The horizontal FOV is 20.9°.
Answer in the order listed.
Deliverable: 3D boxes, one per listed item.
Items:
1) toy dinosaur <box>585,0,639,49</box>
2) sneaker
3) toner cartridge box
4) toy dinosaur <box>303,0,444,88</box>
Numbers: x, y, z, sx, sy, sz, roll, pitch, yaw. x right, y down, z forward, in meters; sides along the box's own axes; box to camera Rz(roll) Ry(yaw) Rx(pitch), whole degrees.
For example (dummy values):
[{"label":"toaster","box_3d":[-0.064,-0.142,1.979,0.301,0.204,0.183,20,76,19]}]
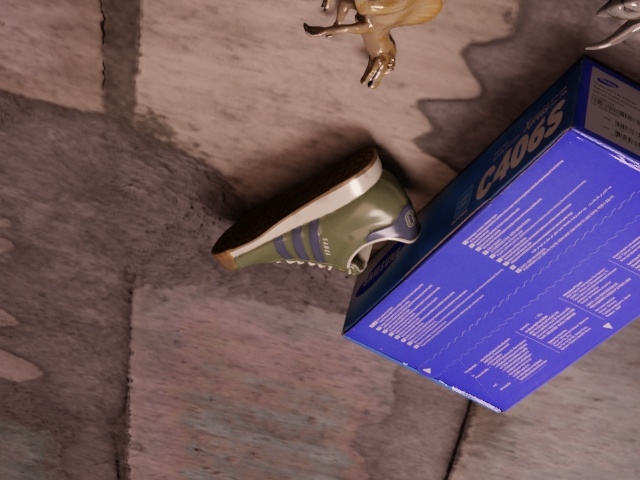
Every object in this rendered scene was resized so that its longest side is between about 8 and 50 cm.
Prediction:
[{"label":"toy dinosaur","box_3d":[0.332,-0.143,1.085,0.313,0.121,0.160,19,170,-20]},{"label":"sneaker","box_3d":[0.000,0.000,1.404,0.192,0.064,0.086,-28,112,40]},{"label":"toner cartridge box","box_3d":[0.171,0.009,1.356,0.165,0.075,0.348,28,142,-14]},{"label":"toy dinosaur","box_3d":[0.045,-0.171,1.198,0.092,0.053,0.183,8,154,-16]}]
